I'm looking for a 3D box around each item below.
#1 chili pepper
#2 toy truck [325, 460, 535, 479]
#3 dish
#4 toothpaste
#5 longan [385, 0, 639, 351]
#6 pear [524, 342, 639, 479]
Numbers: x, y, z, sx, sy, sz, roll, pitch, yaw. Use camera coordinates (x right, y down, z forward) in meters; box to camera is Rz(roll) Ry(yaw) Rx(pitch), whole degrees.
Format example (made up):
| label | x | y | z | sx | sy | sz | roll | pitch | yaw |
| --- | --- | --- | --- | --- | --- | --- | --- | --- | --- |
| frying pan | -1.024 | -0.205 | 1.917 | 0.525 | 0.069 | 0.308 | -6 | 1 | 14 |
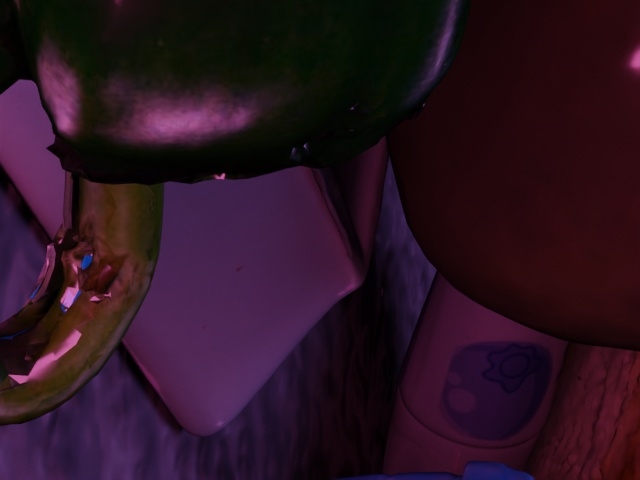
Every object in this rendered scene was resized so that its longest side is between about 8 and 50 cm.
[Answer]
| label | x | y | z | sx | sy | sz | roll | pitch | yaw |
| --- | --- | --- | --- | --- | --- | --- | --- | --- | --- |
| chili pepper | -0.052 | -0.079 | 0.402 | 0.165 | 0.174 | 0.261 | -83 | 179 | -49 |
| toy truck | 0.012 | 0.268 | 0.636 | 0.161 | 0.162 | 0.384 | 66 | 29 | -55 |
| dish | -0.028 | -0.060 | 0.621 | 0.243 | 0.080 | 0.181 | 64 | 32 | -54 |
| toothpaste | 0.102 | -0.027 | 0.864 | 0.125 | 0.080 | 0.371 | -35 | 145 | -51 |
| longan | 0.134 | -0.071 | 0.643 | 0.215 | 0.246 | 0.246 | 64 | 7 | 23 |
| pear | 0.203 | 0.193 | 0.857 | 0.340 | 0.191 | 0.386 | 152 | -43 | -73 |
